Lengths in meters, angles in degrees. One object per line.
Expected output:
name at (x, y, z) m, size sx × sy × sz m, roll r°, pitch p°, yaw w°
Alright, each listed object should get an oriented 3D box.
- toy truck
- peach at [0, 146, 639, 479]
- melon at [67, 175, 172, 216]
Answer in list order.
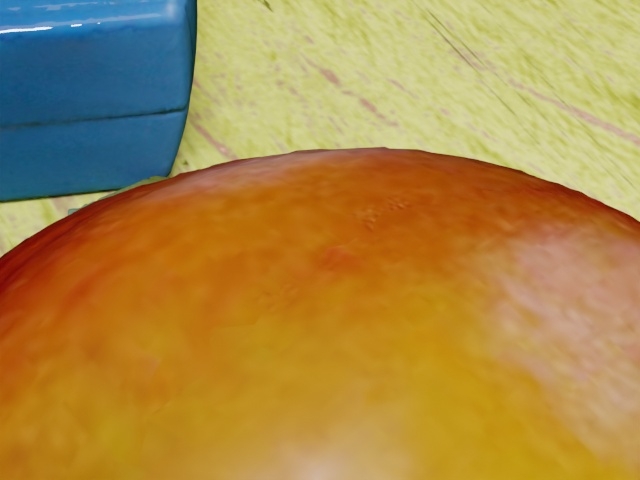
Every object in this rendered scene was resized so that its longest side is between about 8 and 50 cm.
toy truck at (-0.247, -0.104, 0.777) m, size 0.385 × 0.161 × 0.162 m, roll -6°, pitch 54°, yaw -15°
peach at (0.024, 0.118, 0.448) m, size 0.332 × 0.308 × 0.308 m, roll -24°, pitch 50°, yaw -28°
melon at (0.001, -0.001, 0.783) m, size 0.261 × 0.053 × 0.114 m, roll 1°, pitch 22°, yaw -12°
